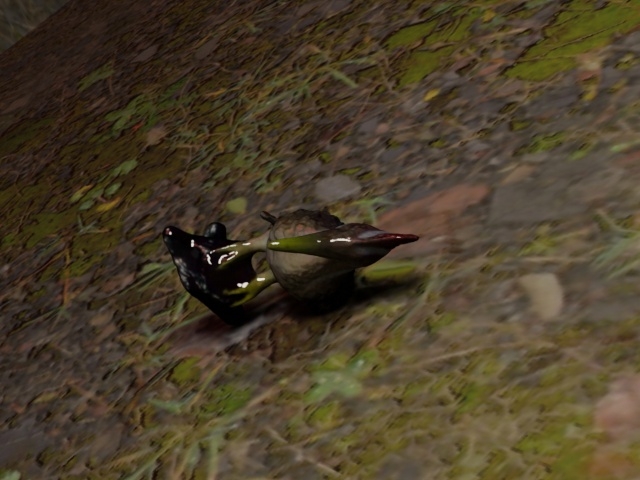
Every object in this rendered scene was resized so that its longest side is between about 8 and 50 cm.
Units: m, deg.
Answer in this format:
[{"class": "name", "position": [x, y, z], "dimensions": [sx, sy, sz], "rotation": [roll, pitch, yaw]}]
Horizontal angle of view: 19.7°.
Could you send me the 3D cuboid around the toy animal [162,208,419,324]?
[{"class": "toy animal", "position": [-0.010, 0.004, 1.037], "dimensions": [0.105, 0.070, 0.202], "rotation": [-24, 8, -30]}]
